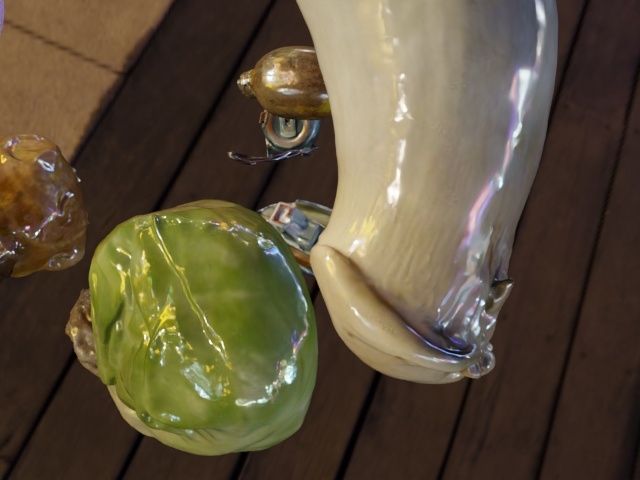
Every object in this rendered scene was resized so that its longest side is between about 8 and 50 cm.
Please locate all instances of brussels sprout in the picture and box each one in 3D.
[{"bbox_3d":[-0.137,0.096,1.488,0.247,0.328,0.328,-3,59,-30],"label":"brussels sprout"}]

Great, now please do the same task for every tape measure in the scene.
[{"bbox_3d":[-0.072,-0.182,2.134,0.104,0.107,0.180,-2,10,28],"label":"tape measure"}]

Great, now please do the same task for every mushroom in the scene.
[{"bbox_3d":[0.026,-0.127,0.611,0.177,0.126,0.397,-29,105,-33],"label":"mushroom"}]

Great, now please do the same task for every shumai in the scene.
[{"bbox_3d":[-0.269,0.130,1.988,0.206,0.175,0.166,28,42,-31],"label":"shumai"}]

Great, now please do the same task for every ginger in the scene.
[{"bbox_3d":[-0.475,-0.056,1.940,0.223,0.200,0.269,-24,27,-36],"label":"ginger"}]

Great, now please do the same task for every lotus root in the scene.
[{"bbox_3d":[-0.038,-0.253,2.071,0.209,0.120,0.120,4,53,21],"label":"lotus root"}]

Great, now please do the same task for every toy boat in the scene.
[{"bbox_3d":[0.000,0.000,2.065,0.262,0.115,0.114,24,79,13],"label":"toy boat"}]

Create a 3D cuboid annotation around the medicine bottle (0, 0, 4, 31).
[{"bbox_3d":[-0.471,-0.229,1.463,0.202,0.202,0.316,7,22,-11],"label":"medicine bottle"}]
